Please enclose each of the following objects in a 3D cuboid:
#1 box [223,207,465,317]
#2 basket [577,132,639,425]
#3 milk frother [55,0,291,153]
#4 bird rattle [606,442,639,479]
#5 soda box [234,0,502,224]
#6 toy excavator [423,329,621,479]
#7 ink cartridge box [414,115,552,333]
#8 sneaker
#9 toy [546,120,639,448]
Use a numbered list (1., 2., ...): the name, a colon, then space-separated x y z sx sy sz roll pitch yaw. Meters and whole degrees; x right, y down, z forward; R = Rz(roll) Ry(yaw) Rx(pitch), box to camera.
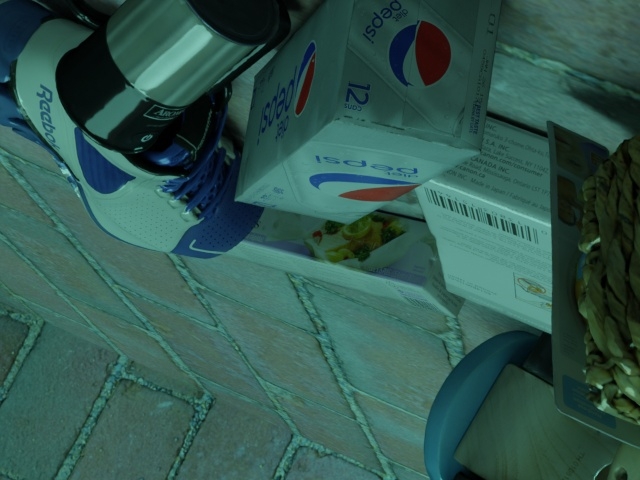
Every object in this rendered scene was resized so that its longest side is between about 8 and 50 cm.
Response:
1. box: 0.000 0.000 1.466 0.324 0.063 0.067 14 160 42
2. basket: 0.306 0.014 0.773 0.299 0.213 0.223 30 129 -15
3. milk frother: -0.106 -0.155 1.028 0.134 0.129 0.143 -36 90 36
4. bird rattle: 0.296 0.203 1.342 0.207 0.254 0.143 1 -166 -37
5. soda box: 0.021 -0.082 1.008 0.091 0.098 0.286 11 169 -13
6. toy excavator: 0.263 0.227 1.637 0.433 0.222 0.445 31 180 -21
7. ink cartridge box: 0.222 0.024 1.144 0.296 0.066 0.261 22 166 17
8. sneaker: -0.133 -0.074 1.296 0.182 0.127 0.315 16 162 43
9. toy: 0.198 0.021 0.897 0.137 0.237 0.056 26 128 -17
